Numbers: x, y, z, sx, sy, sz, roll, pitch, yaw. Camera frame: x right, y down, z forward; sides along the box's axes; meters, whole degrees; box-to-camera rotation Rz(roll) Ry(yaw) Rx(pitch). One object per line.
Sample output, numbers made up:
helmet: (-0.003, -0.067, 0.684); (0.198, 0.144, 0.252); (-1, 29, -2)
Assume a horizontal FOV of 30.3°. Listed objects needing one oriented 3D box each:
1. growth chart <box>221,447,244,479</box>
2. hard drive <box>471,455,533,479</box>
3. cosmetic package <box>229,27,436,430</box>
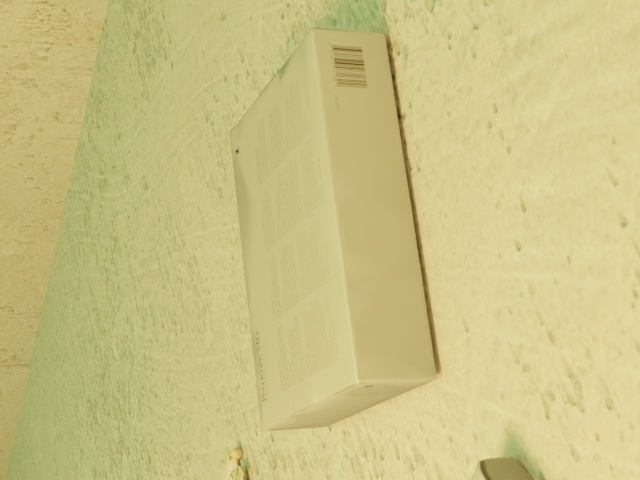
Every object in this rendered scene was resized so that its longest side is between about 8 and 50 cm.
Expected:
growth chart: (-0.112, 0.428, 1.657); (0.172, 0.021, 0.237); (116, 146, -44)
hard drive: (0.152, 0.397, 1.014); (0.233, 0.047, 0.353); (-122, 39, -51)
cosmetic package: (0.000, 0.000, 1.300); (0.284, 0.097, 0.377); (144, 123, -60)
